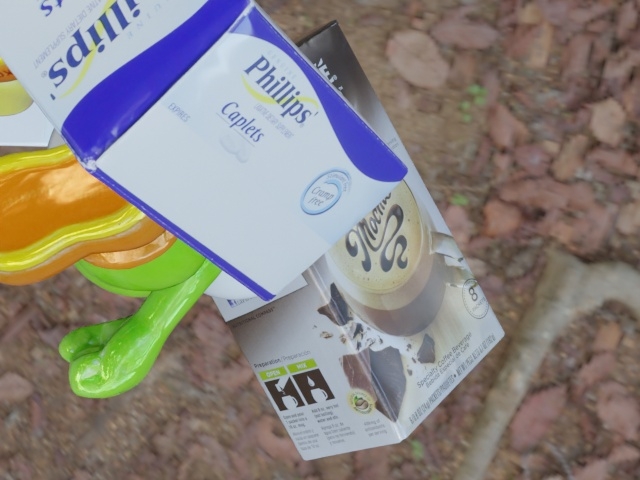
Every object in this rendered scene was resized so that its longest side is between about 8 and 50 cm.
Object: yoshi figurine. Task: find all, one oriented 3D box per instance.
[{"bbox_3d":[-0.113,-0.029,0.899,0.203,0.203,0.362,-54,161,2],"label":"yoshi figurine"}]

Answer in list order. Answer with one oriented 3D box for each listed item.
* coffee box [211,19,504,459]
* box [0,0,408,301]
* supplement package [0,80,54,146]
[{"bbox_3d":[0.000,0.000,1.249,0.168,0.119,0.297,-40,105,-44],"label":"coffee box"},{"bbox_3d":[-0.055,-0.065,0.537,0.072,0.137,0.126,-44,147,4],"label":"box"},{"bbox_3d":[-0.408,-0.203,1.609,0.262,0.198,0.199,0,98,-26],"label":"supplement package"}]
